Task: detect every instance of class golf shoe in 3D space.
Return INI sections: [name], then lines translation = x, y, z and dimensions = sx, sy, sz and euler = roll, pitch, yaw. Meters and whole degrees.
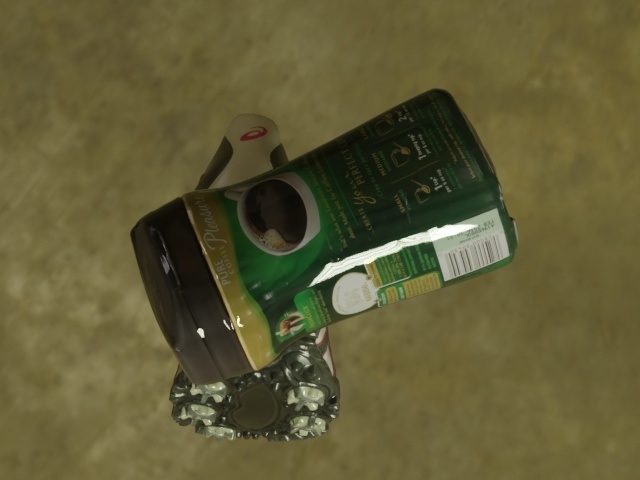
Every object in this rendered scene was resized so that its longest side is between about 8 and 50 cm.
[golf shoe]
translation = -0.035, 0.038, 1.147
dimensions = 0.105, 0.120, 0.273
euler = 5, 149, -1

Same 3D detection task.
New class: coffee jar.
[coffee jar]
translation = 0.000, 0.000, 0.958
dimensions = 0.184, 0.096, 0.079
euler = -22, 145, -2
